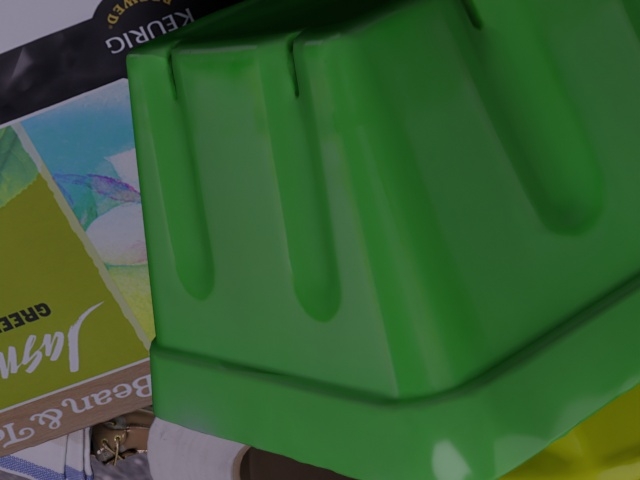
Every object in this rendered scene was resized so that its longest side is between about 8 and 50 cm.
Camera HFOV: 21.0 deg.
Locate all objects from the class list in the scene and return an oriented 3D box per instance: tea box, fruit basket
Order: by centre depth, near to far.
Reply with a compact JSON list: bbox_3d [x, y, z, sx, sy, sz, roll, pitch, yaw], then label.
[{"bbox_3d":[0.115,0.026,0.798,0.392,0.392,0.283,47,158,-27],"label":"fruit basket"},{"bbox_3d":[-0.173,-0.079,0.905,0.329,0.220,0.323,-20,130,8],"label":"tea box"}]

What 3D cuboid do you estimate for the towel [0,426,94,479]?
[{"bbox_3d":[-0.263,0.063,1.324,0.209,0.034,0.285,17,128,11],"label":"towel"}]

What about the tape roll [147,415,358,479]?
[{"bbox_3d":[0.019,0.155,1.293,0.286,0.100,0.286,11,136,10],"label":"tape roll"}]

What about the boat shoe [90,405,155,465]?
[{"bbox_3d":[-0.174,0.162,1.411,0.135,0.045,0.050,2,135,19],"label":"boat shoe"}]
